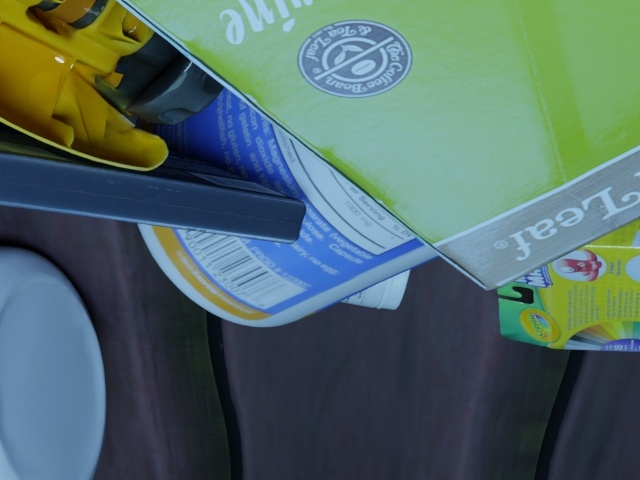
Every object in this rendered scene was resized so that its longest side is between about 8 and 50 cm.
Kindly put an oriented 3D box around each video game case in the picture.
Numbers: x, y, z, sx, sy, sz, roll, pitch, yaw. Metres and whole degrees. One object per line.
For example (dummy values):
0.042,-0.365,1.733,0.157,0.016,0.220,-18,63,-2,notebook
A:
-0.167,-0.056,0.876,0.274,0.026,0.196,22,-171,42,video game case

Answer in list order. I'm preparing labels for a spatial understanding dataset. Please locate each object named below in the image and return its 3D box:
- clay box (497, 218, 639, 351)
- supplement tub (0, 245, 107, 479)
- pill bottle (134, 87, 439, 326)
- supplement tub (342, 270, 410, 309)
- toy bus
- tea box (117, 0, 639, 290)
0.220,0.019,1.109,0.222,0.053,0.127,3,148,9,clay box
-0.301,0.110,1.227,0.272,0.191,0.191,-7,146,21,supplement tub
0.039,-0.065,0.920,0.152,0.152,0.272,30,141,-32,pill bottle
0.000,0.000,1.106,0.107,0.071,0.071,10,148,-6,supplement tub
-0.124,-0.161,0.801,0.149,0.220,0.211,25,176,-37,toy bus
0.088,-0.199,0.579,0.329,0.220,0.323,-28,134,26,tea box
